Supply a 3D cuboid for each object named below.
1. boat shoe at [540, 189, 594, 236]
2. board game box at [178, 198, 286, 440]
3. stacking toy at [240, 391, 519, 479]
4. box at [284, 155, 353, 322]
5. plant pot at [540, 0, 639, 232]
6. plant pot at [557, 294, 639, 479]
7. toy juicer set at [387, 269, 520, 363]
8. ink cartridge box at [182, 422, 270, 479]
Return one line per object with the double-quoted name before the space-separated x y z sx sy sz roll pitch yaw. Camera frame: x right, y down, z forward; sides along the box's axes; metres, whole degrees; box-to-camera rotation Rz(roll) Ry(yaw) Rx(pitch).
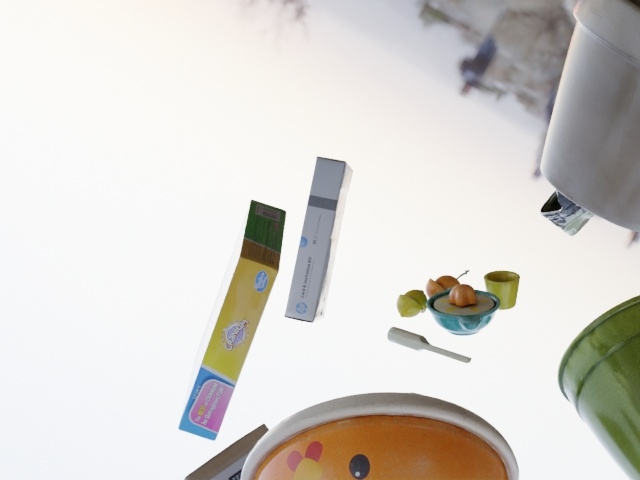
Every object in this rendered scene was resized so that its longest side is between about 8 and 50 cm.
"boat shoe" 0.396 -0.076 2.140 0.073 0.080 0.223 18 154 -1
"board game box" -0.138 0.123 2.208 0.064 0.316 0.242 18 -159 -6
"stacking toy" 0.081 0.448 1.610 0.351 0.350 0.480 23 -139 -25
"box" 0.000 0.000 1.621 0.038 0.186 0.145 10 180 5
"plant pot" 0.448 -0.174 1.899 0.323 0.280 0.323 24 -159 -9
"plant pot" 0.682 0.337 2.605 0.366 0.366 0.353 21 -146 -35
"toy juicer set" 0.226 0.119 2.536 0.209 0.089 0.329 6 -158 24
"ink cartridge box" -0.110 0.474 2.466 0.193 0.088 0.234 -33 -104 -31
